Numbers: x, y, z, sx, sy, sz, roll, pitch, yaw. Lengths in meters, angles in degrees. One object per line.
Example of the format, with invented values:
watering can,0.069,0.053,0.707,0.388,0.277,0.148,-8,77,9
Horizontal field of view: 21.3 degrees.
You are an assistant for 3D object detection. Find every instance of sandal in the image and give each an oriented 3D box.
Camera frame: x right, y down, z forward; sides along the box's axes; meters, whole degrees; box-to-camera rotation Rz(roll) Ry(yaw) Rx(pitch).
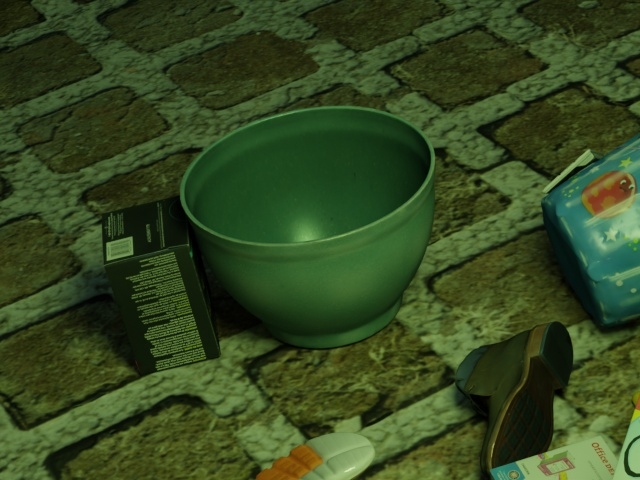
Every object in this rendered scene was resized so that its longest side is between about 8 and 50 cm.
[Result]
sandal,-0.051,0.285,1.691,0.265,0.076,0.102,-33,19,3

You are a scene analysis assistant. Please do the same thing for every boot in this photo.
boot,0.188,0.178,1.797,0.106,0.082,0.219,-14,30,38

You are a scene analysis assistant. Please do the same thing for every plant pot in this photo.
plant pot,0.000,0.000,1.981,0.293,0.196,0.293,-8,34,5

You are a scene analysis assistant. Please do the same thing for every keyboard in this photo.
keyboard,0.304,-0.081,2.036,0.072,0.014,0.256,-37,-6,12

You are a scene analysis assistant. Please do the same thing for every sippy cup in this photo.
sippy cup,0.377,-0.019,1.900,0.224,0.305,0.240,-24,63,-1

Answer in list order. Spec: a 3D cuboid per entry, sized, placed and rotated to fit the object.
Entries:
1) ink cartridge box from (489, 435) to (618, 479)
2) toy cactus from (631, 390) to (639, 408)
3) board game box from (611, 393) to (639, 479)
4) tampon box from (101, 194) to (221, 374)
ink cartridge box,0.239,0.250,1.670,0.122,0.052,0.088,-15,33,-9
toy cactus,0.426,0.161,1.723,0.180,0.112,0.219,24,36,27
board game box,0.327,0.266,1.446,0.142,0.144,0.275,1,53,35
tampon box,-0.186,0.051,1.988,0.101,0.161,0.120,-13,32,0
